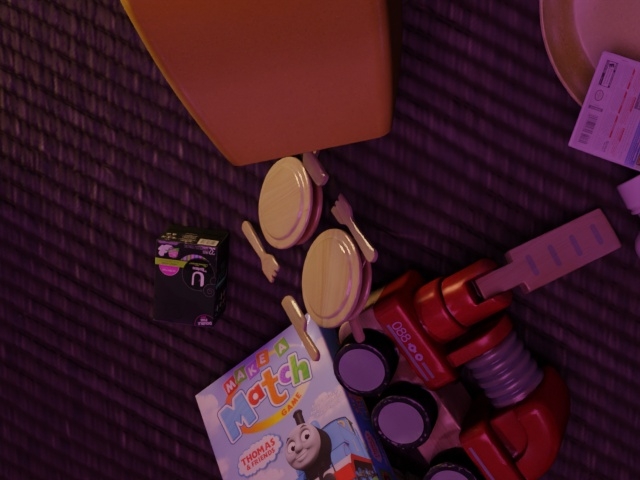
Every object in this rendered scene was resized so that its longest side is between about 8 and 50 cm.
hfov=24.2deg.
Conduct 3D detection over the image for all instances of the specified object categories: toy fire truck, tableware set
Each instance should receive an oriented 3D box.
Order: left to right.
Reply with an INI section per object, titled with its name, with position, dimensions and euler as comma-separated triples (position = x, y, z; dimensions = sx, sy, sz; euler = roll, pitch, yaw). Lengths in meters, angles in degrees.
[tableware set]
position = 0.000, 0.000, 1.348
dimensions = 0.039, 0.194, 0.128
euler = 6, 127, -34
[toy fire truck]
position = 0.172, 0.097, 1.364
dimensions = 0.246, 0.158, 0.217
euler = -32, 99, 27

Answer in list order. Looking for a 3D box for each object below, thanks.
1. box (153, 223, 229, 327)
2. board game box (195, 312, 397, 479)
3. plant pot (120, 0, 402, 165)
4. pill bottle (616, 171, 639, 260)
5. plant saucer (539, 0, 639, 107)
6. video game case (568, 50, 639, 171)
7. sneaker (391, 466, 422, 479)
[box]
position = -0.123, 0.034, 1.428
dimensions = 0.062, 0.052, 0.083
euler = 8, 109, 8
[board game box]
position = -0.022, 0.196, 1.396
dimensions = 0.160, 0.039, 0.211
euler = -37, 55, 23
[plant pot]
position = -0.026, -0.185, 1.272
dimensions = 0.212, 0.212, 0.187
euler = -11, 117, 13
[pill bottle]
position = 0.341, 0.013, 1.307
dimensions = 0.112, 0.112, 0.186
euler = -29, 88, 17
[plant saucer]
position = 0.308, -0.200, 1.268
dimensions = 0.241, 0.037, 0.241
euler = 5, 102, 23
[video game case]
position = 0.281, -0.101, 1.264
dimensions = 0.122, 0.011, 0.087
euler = 22, 96, 18
[sneaker]
position = 0.095, 0.274, 1.448
dimensions = 0.111, 0.103, 0.252
euler = -25, 110, 14
